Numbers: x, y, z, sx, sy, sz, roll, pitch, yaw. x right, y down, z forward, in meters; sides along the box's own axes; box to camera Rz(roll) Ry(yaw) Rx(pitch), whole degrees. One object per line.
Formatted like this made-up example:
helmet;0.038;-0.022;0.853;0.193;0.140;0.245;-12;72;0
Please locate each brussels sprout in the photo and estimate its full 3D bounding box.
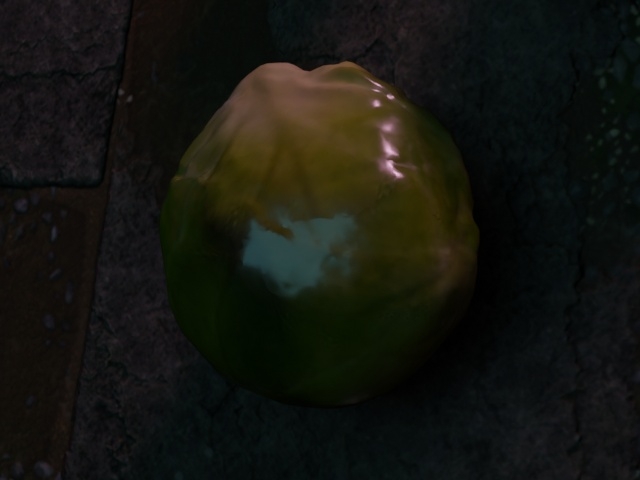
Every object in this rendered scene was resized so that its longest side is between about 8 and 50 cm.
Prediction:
brussels sprout;0.000;0.000;1.484;0.344;0.268;0.344;-12;55;18
